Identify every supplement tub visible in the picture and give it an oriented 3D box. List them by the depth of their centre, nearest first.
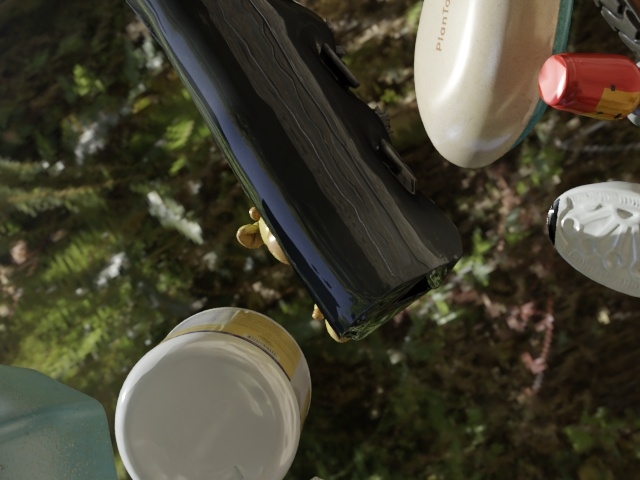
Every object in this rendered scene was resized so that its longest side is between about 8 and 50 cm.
[{"bbox_3d":[-0.137,0.223,1.643,0.241,0.241,0.331,60,-175,-3],"label":"supplement tub"}]

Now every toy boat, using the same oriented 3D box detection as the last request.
[{"bbox_3d":[0.209,-0.175,1.112,0.148,0.267,0.318,2,-158,-25],"label":"toy boat"}]

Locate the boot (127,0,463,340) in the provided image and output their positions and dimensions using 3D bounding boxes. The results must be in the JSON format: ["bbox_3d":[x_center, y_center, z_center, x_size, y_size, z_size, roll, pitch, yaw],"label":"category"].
[{"bbox_3d":[-0.077,-0.136,0.786,0.445,0.146,0.367,62,-164,7],"label":"boot"}]

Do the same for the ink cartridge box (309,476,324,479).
[{"bbox_3d":[-0.029,0.415,1.480,0.087,0.153,0.208,20,-158,19],"label":"ink cartridge box"}]

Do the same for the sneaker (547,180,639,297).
[{"bbox_3d":[0.461,-0.005,1.424,0.236,0.323,0.130,-16,-66,-58],"label":"sneaker"}]

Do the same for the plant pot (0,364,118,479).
[{"bbox_3d":[-0.337,0.251,1.152,0.252,0.248,0.247,-21,-67,-38],"label":"plant pot"}]

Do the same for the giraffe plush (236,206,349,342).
[{"bbox_3d":[0.000,0.000,1.456,0.170,0.181,0.210,39,171,-18],"label":"giraffe plush"}]

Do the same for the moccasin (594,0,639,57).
[{"bbox_3d":[0.364,-0.344,1.347,0.380,0.147,0.139,57,-175,-13],"label":"moccasin"}]
